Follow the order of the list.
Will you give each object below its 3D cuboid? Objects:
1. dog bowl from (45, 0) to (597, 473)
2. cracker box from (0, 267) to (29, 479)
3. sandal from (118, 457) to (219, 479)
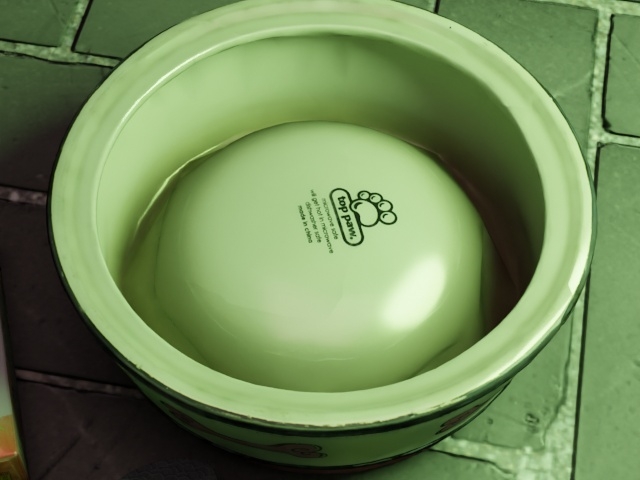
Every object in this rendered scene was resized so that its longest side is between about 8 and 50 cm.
[{"bbox_3d":[0.000,0.000,1.023,0.408,0.150,0.408,0,55,-1],"label":"dog bowl"},{"bbox_3d":[-0.319,0.092,1.003,0.156,0.067,0.232,-10,57,-9],"label":"cracker box"},{"bbox_3d":[-0.137,0.271,0.900,0.097,0.054,0.254,12,66,16],"label":"sandal"}]
